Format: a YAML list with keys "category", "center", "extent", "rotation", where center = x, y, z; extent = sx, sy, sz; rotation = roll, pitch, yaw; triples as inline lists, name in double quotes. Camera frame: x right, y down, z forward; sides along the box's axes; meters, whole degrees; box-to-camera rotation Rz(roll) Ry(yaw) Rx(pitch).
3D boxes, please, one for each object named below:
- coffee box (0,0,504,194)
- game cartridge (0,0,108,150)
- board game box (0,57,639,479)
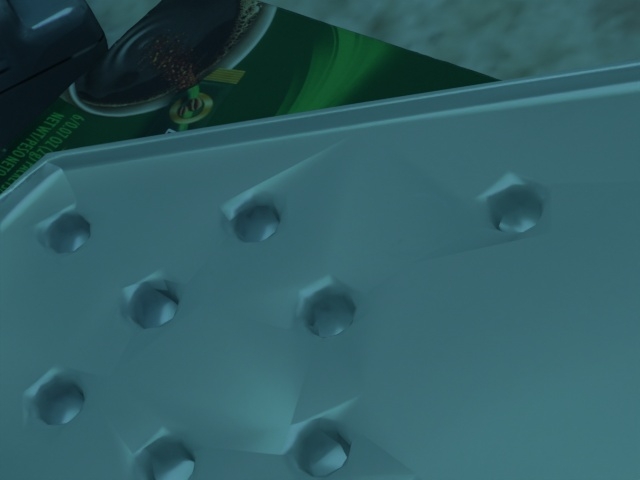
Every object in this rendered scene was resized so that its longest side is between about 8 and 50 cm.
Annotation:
- category: "coffee box"
  center: [0.000, 0.000, 0.462]
  extent: [0.184, 0.040, 0.113]
  rotation: [25, 61, 37]
- category: "game cartridge"
  center: [-0.229, -0.046, 0.594]
  extent: [0.297, 0.062, 0.198]
  rotation: [-28, 39, -5]
- category: "board game box"
  center: [0.110, 0.129, 0.253]
  extent: [0.390, 0.050, 0.390]
  rotation: [-8, 53, 16]
